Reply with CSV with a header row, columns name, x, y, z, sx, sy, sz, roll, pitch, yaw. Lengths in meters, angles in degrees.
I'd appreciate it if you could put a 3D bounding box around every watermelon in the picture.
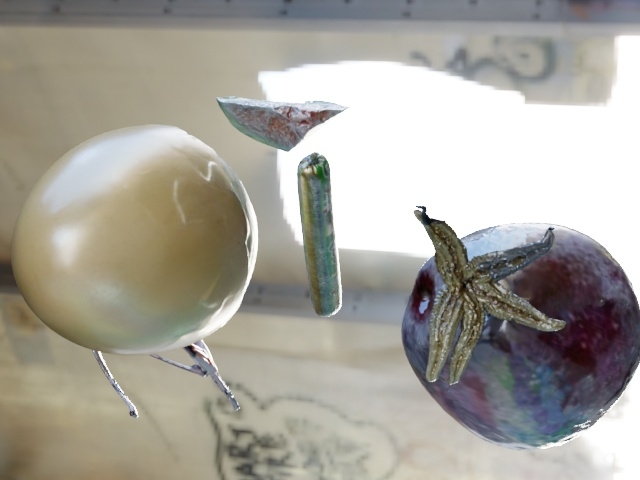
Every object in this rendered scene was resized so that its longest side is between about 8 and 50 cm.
name,x,y,z,sx,sy,sz,roll,pitch,yaw
watermelon,-0.052,-0.168,1.928,0.094,0.180,0.081,56,-144,-72

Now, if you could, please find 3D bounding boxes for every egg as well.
name,x,y,z,sx,sy,sz,roll,pitch,yaw
egg,-0.163,0.003,1.231,0.244,0.201,0.201,-19,-68,-56

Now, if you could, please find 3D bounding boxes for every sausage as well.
name,x,y,z,sx,sy,sz,roll,pitch,yaw
sausage,0.000,0.000,1.327,0.269,0.033,0.033,84,-162,-56

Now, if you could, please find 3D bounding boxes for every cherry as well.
name,x,y,z,sx,sy,sz,roll,pitch,yaw
cherry,0.158,0.075,1.149,0.195,0.195,0.195,4,-90,-72

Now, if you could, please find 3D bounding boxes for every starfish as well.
name,x,y,z,sx,sy,sz,roll,pitch,yaw
starfish,0.105,0.024,0.993,0.130,0.133,0.041,55,-172,-9

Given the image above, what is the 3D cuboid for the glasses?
name,x,y,z,sx,sy,sz,roll,pitch,yaw
glasses,-0.192,0.099,1.474,0.095,0.255,0.162,-47,-11,2
